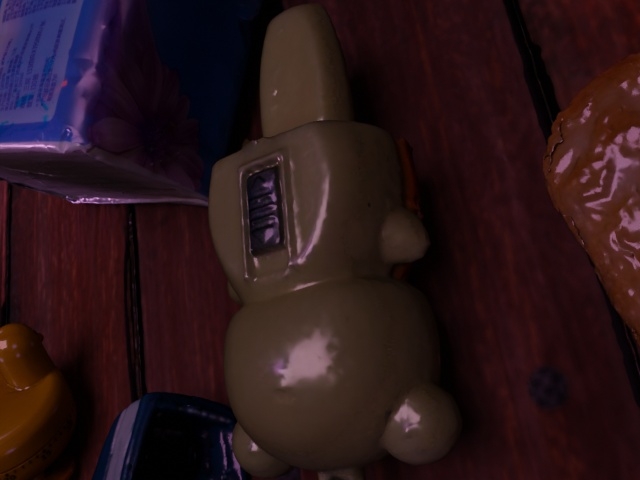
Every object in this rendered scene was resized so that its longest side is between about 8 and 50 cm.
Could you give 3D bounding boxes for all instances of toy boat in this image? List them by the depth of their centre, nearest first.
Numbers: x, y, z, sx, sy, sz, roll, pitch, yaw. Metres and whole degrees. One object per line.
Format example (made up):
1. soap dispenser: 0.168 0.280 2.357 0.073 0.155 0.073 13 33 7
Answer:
1. toy boat: -0.095 0.237 0.374 0.061 0.096 0.299 -22 55 37

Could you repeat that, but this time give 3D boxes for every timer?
1. timer: -0.236 0.125 0.505 0.107 0.109 0.107 -9 33 6

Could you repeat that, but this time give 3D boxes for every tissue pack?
1. tissue pack: -0.149 -0.167 0.512 0.198 0.146 0.263 4 79 37

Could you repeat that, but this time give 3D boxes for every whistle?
1. whistle: 0.000 0.000 0.382 0.131 0.106 0.288 -17 67 32

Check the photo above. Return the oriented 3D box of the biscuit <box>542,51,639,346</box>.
1. biscuit: 0.187 0.012 0.297 0.118 0.029 0.247 -36 58 22
